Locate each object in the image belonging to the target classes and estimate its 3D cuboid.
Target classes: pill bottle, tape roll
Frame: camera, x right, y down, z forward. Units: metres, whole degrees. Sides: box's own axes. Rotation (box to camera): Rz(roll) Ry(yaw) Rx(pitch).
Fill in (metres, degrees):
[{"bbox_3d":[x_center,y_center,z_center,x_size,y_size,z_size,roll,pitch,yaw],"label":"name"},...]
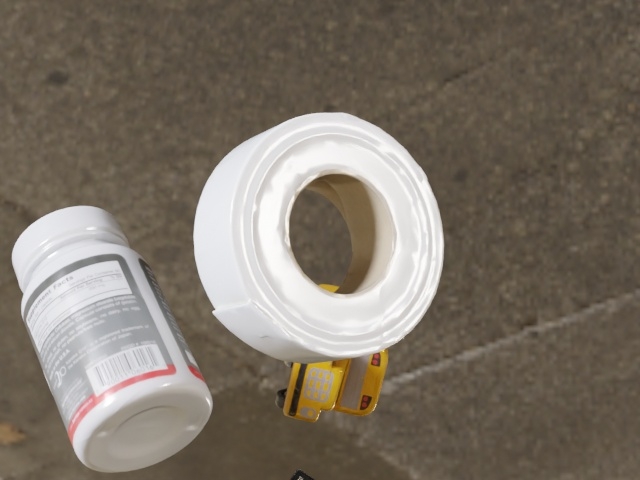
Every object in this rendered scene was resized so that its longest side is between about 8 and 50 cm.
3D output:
[{"bbox_3d":[-0.247,0.108,1.530,0.161,0.283,0.161,-20,145,-15],"label":"pill bottle"},{"bbox_3d":[0.000,0.000,1.540,0.286,0.286,0.100,25,160,-25],"label":"tape roll"}]

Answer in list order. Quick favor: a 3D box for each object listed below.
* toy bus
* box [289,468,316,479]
[{"bbox_3d":[0.020,0.152,1.819,0.130,0.332,0.108,15,102,-1],"label":"toy bus"},{"bbox_3d":[0.025,0.428,1.614,0.261,0.184,0.103,33,132,10],"label":"box"}]
